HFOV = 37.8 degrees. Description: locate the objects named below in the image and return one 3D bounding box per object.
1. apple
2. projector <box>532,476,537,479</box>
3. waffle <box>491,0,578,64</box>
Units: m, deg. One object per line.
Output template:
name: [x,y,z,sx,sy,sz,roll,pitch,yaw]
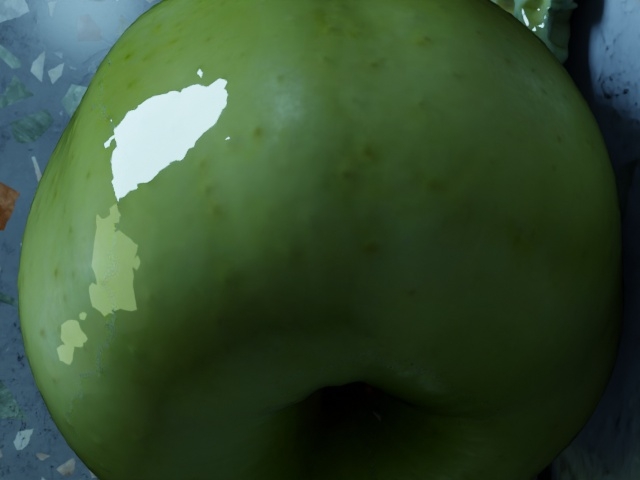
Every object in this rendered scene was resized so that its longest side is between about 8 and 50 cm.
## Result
apple: [0.000,0.000,0.737,0.473,0.474,0.473,179,90,-83]
projector: [0.100,0.275,0.890,0.163,0.243,0.177,113,138,-70]
waffle: [0.176,-0.286,0.838,0.292,0.056,0.309,-119,30,-75]
